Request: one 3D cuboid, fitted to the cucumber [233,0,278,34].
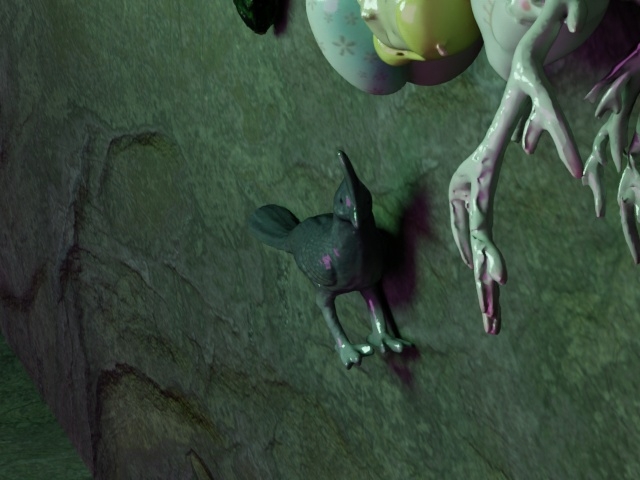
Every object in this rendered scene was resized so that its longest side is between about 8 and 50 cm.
[{"bbox_3d":[-0.068,-0.321,1.311,0.067,0.067,0.293,50,149,39],"label":"cucumber"}]

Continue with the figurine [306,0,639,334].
[{"bbox_3d":[0.133,-0.118,0.907,0.316,0.206,0.284,-148,50,-64],"label":"figurine"}]

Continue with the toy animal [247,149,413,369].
[{"bbox_3d":[0.018,0.030,1.375,0.205,0.081,0.367,66,164,0],"label":"toy animal"}]
